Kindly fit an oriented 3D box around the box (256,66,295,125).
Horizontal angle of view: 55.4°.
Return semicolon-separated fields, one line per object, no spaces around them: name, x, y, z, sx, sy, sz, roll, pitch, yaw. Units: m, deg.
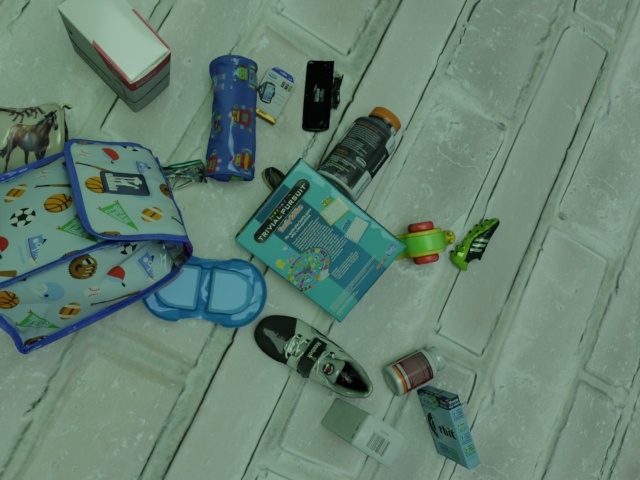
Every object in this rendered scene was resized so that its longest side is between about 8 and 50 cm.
box;-0.123;-0.373;1.560;0.081;0.028;0.136;30;76;-14

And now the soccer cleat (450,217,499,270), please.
soccer cleat;0.438;0.009;1.703;0.179;0.060;0.072;-42;109;-9

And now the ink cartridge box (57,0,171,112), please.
ink cartridge box;-0.437;-0.414;1.328;0.117;0.283;0.207;-46;100;-11

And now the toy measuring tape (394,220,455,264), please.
toy measuring tape;0.215;0.017;1.597;0.330;0.121;0.121;-10;90;-18

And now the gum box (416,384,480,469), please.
gum box;0.329;0.479;1.580;0.041;0.157;0.184;-20;92;-18

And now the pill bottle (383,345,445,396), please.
pill bottle;0.248;0.339;1.600;0.152;0.086;0.086;-23;94;-17

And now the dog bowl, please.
dog bowl;-0.279;0.116;1.453;0.297;0.074;0.166;9;84;-16

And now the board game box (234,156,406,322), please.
board game box;0.000;0.000;1.507;0.336;0.079;0.254;39;96;-11

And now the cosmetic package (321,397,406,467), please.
cosmetic package;0.098;0.457;1.468;0.117;0.231;0.085;37;77;-13

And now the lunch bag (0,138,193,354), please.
lunch bag;-0.477;-0.022;1.223;0.385;0.239;0.328;-23;52;-10

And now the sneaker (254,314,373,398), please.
sneaker;-0.005;0.285;1.495;0.330;0.146;0.122;30;79;-12

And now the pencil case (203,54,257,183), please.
pencil case;-0.215;-0.284;1.470;0.119;0.133;0.306;5;84;-33

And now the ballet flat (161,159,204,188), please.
ballet flat;-0.367;-0.151;1.450;0.188;0.070;0.070;-8;89;-15

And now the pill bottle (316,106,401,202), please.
pill bottle;0.106;-0.227;1.568;0.130;0.130;0.246;40;77;-12

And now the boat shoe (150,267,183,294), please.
boat shoe;-0.437;0.086;1.336;0.301;0.108;0.102;-25;80;22

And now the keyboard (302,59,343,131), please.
keyboard;0.007;-0.376;1.606;0.100;0.038;0.192;5;86;6

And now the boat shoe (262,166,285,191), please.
boat shoe;-0.089;-0.122;1.541;0.152;0.049;0.056;47;74;-10

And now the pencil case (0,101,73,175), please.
pencil case;-0.736;-0.219;1.282;0.410;0.160;0.184;-1;108;-17
